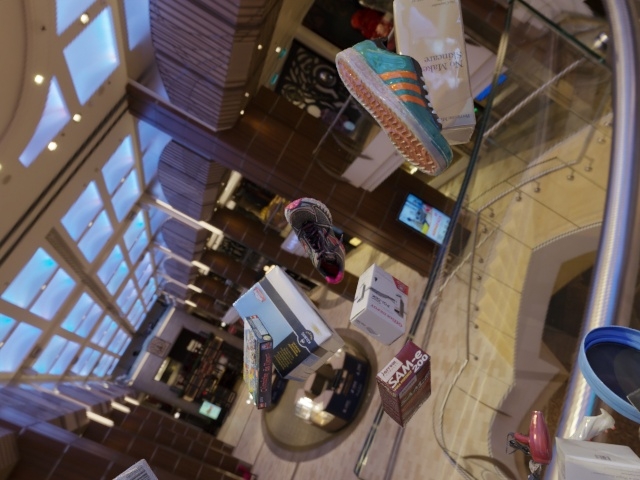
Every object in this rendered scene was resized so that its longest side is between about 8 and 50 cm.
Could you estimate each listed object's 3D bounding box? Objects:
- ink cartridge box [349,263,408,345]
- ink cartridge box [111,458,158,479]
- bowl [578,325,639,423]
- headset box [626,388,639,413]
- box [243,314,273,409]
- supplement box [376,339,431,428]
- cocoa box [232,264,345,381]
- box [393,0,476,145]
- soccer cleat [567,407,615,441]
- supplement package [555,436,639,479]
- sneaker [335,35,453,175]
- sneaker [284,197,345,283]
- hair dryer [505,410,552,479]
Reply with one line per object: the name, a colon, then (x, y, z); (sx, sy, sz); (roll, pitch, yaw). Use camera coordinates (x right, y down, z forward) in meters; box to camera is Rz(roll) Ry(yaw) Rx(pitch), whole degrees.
ink cartridge box: (0.124, 0.128, 0.821); (0.056, 0.099, 0.135); (-49, 13, 36)
ink cartridge box: (-0.304, 0.538, 0.675); (0.069, 0.175, 0.371); (-20, -36, -52)
bowl: (1.129, 0.478, 1.432); (0.391, 0.390, 0.077); (-73, -10, -51)
headset box: (1.020, 0.401, 1.080); (0.247, 0.282, 0.131); (-59, 44, 38)
box: (-0.195, 0.373, 1.247); (0.159, 0.044, 0.234); (34, 124, 58)
supplement box: (0.220, 0.376, 1.039); (0.130, 0.073, 0.240); (-41, -40, -21)
cocoa box: (-0.116, 0.316, 1.508); (0.228, 0.347, 0.231); (-41, -27, -3)
box: (0.249, -0.373, 0.902); (0.121, 0.147, 0.312); (29, -126, -76)
soccer cleat: (0.996, 0.704, 1.507); (0.196, 0.068, 0.076); (-37, 57, 12)
supplement package: (0.795, 0.703, 1.147); (0.149, 0.193, 0.204); (14, -104, -68)
sneaker: (0.157, -0.259, 0.732); (0.121, 0.302, 0.108); (-33, -14, -6)
sneaker: (0.000, 0.000, 1.174); (0.120, 0.299, 0.112); (-24, 36, 16)
hair dryer: (0.836, 0.814, 1.630); (0.224, 0.079, 0.294); (-118, 38, -63)
